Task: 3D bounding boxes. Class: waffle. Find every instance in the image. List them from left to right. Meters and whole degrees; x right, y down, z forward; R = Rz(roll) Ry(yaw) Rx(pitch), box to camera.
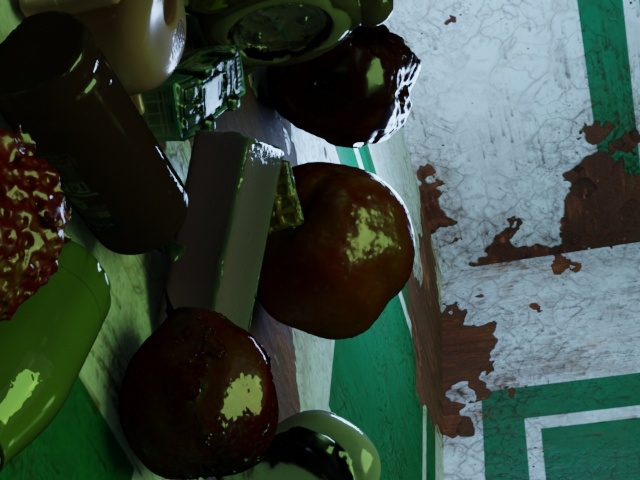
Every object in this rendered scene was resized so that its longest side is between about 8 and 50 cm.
[{"bbox_3d":[-0.104,-0.053,1.527,0.042,0.148,0.102,-90,167,-77],"label":"waffle"}]

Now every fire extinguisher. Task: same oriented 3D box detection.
[{"bbox_3d":[-0.227,-0.083,1.125,0.135,0.114,0.337,35,-18,37],"label":"fire extinguisher"}]

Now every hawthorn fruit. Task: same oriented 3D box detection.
[{"bbox_3d":[-0.143,0.153,1.203,0.181,0.181,0.235,43,27,-69],"label":"hawthorn fruit"},{"bbox_3d":[0.000,0.000,1.698,0.330,0.287,0.287,41,42,-61],"label":"hawthorn fruit"}]

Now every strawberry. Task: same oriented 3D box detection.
[{"bbox_3d":[-0.280,-0.012,0.779,0.174,0.098,0.228,46,35,-5],"label":"strawberry"}]

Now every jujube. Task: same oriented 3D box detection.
[{"bbox_3d":[0.048,-0.310,2.055,0.377,0.276,0.276,-23,103,-76],"label":"jujube"}]

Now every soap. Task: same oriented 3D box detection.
[{"bbox_3d":[-0.125,-0.007,1.376,0.181,0.081,0.259,-2,102,-78],"label":"soap"}]

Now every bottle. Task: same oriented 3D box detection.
[{"bbox_3d":[-0.254,0.103,0.866,0.260,0.112,0.112,-77,155,-57],"label":"bottle"}]

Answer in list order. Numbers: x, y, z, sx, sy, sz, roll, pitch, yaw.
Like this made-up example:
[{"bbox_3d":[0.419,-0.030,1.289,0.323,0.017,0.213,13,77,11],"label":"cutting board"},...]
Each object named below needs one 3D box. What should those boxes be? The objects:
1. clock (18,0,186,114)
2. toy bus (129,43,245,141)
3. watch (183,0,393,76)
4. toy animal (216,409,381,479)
[{"bbox_3d":[-0.220,-0.276,1.217,0.241,0.142,0.227,67,19,-56],"label":"clock"},{"bbox_3d":[-0.171,-0.200,1.423,0.262,0.109,0.091,-59,145,-67],"label":"toy bus"},{"bbox_3d":[-0.087,-0.460,1.612,0.335,0.314,0.327,28,49,-60],"label":"watch"},{"bbox_3d":[-0.019,0.351,1.489,0.267,0.212,0.212,-4,85,-70],"label":"toy animal"}]
